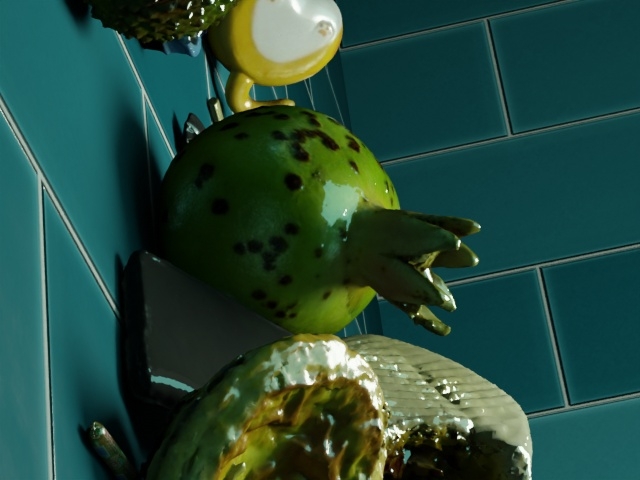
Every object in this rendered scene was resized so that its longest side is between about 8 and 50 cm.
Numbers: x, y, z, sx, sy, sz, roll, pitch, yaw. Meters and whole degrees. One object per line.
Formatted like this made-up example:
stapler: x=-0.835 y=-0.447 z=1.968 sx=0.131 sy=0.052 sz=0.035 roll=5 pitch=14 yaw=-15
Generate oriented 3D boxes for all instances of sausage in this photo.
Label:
sausage: x=-0.142 y=0.147 z=1.330 sx=0.100 sy=0.015 sz=0.015 roll=69 pitch=11 yaw=-59

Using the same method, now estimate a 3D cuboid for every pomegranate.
pomegranate: x=0.000 y=-0.004 z=1.709 sx=0.231 sy=0.286 sz=0.231 roll=11 pitch=90 yaw=-82

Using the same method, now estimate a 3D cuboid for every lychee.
lychee: x=-0.131 y=-0.233 z=1.584 sx=0.171 sy=0.171 sz=0.171 roll=-12 pitch=90 yaw=-84

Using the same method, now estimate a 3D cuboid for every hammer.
hammer: x=-0.098 y=-0.071 z=2.216 sx=0.062 sy=0.013 sz=0.199 roll=-92 pitch=169 yaw=-60

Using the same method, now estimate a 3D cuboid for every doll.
doll: x=-0.062 y=-0.292 z=2.307 sx=0.166 sy=0.162 sz=0.270 roll=39 pitch=33 yaw=-28

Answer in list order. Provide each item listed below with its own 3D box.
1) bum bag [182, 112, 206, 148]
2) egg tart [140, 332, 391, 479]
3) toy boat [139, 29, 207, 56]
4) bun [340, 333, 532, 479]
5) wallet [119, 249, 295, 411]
bum bag: x=-0.115 y=-0.078 z=1.956 sx=0.124 sy=0.034 sz=0.058 roll=71 pitch=19 yaw=-51
egg tart: x=-0.050 y=0.173 z=1.436 sx=0.106 sy=0.241 sz=0.241 roll=22 pitch=-40 yaw=41
toy boat: x=-0.142 y=-0.270 z=1.783 sx=0.100 sy=0.097 sz=0.223 roll=-99 pitch=175 yaw=-52
bun: x=0.043 y=0.216 z=1.802 sx=0.281 sy=0.281 sz=0.205 roll=-87 pitch=-165 yaw=-68
wallet: x=-0.049 y=0.115 z=1.564 sx=0.285 sy=0.030 sz=0.146 roll=32 pitch=37 yaw=-37
